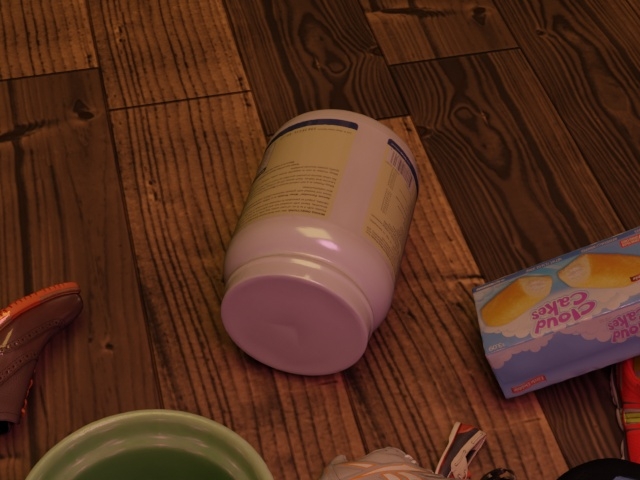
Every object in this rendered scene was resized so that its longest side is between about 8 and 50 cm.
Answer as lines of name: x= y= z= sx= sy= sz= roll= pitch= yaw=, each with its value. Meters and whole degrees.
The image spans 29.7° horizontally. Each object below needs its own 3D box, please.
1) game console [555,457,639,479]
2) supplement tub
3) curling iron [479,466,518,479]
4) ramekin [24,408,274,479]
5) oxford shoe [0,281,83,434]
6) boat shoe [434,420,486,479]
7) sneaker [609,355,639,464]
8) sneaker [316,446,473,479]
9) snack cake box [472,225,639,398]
game console: x=0.326 y=0.373 z=1.305 sx=0.342 sy=0.060 sz=0.386 roll=-30 pitch=17 yaw=-28
supplement tub: x=0.000 y=0.000 z=1.672 sx=0.235 sy=0.235 sz=0.325 roll=10 pitch=46 yaw=8
curling iron: x=0.161 y=0.362 z=1.441 sx=0.274 sy=0.035 sz=0.068 roll=-40 pitch=14 yaw=-37
ramekin: x=-0.194 y=0.358 z=1.380 sx=0.303 sy=0.148 sz=0.303 roll=1 pitch=46 yaw=-1
oxford shoe: x=-0.430 y=0.184 z=1.592 sx=0.133 sy=0.130 sz=0.363 roll=49 pitch=49 yaw=-2
boat shoe: x=0.173 y=0.287 z=1.530 sx=0.043 sy=0.049 sz=0.137 roll=19 pitch=44 yaw=13
sneaker: x=0.434 y=0.226 z=1.544 sx=0.107 sy=0.118 sz=0.279 roll=-6 pitch=46 yaw=-5
sneaker: x=0.106 y=0.295 z=1.453 sx=0.262 sy=0.099 sz=0.121 roll=-3 pitch=34 yaw=22
snack cake box: x=0.346 y=0.094 z=1.605 sx=0.264 sy=0.089 sz=0.152 roll=-21 pitch=30 yaw=12
